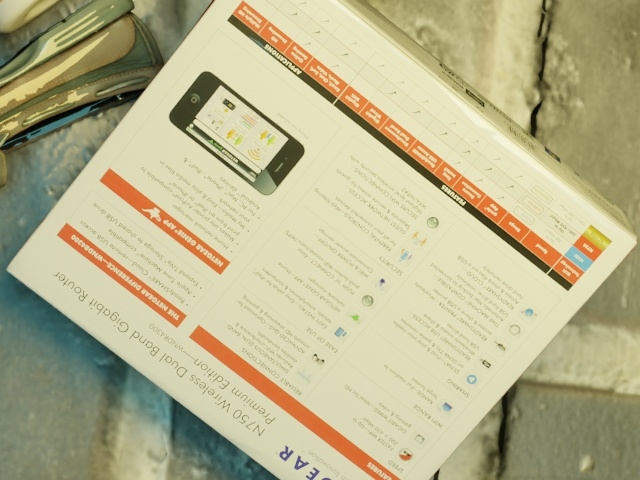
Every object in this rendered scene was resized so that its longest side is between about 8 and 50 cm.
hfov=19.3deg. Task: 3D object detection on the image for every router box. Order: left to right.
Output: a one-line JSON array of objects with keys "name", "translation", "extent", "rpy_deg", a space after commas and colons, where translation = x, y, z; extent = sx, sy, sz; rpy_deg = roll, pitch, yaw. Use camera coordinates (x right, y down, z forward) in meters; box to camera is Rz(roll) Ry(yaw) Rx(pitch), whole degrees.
[{"name": "router box", "translation": [0.000, 0.000, 1.340], "extent": [0.335, 0.082, 0.301], "rpy_deg": [39, 104, -7]}]

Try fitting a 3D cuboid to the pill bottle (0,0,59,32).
[{"name": "pill bottle", "translation": [-0.250, -0.265, 1.340], "extent": [0.121, 0.121, 0.216], "rpy_deg": [-39, 95, -10]}]

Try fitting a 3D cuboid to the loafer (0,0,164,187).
[{"name": "loafer", "translation": [-0.229, -0.079, 1.353], "extent": [0.267, 0.096, 0.084], "rpy_deg": [-37, 100, -12]}]
